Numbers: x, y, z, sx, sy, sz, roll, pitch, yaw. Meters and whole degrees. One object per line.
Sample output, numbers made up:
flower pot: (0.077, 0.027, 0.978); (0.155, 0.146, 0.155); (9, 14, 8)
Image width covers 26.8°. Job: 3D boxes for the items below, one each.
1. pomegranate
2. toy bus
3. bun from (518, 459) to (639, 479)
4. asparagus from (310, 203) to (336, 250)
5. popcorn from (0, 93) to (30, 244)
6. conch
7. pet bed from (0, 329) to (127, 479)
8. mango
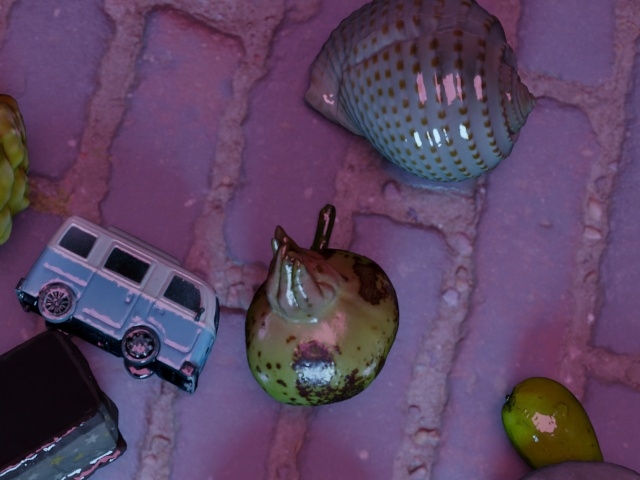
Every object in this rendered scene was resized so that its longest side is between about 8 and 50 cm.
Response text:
pomegranate: (0.006, 0.101, 1.809); (0.204, 0.276, 0.222); (21, 58, 0)
toy bus: (-0.263, 0.085, 1.852); (0.271, 0.133, 0.165); (27, 72, 2)
bun: (0.361, 0.468, 1.790); (0.354, 0.194, 0.354); (0, 92, -6)
asparagus: (0.001, 0.000, 1.957); (0.025, 0.021, 0.108); (14, 77, 1)
popcorn: (-0.534, -0.088, 1.801); (0.279, 0.274, 0.335); (19, 84, -31)
conch: (0.150, -0.244, 1.936); (0.319, 0.215, 0.303); (13, 66, -5)
pet bed: (-0.380, 0.254, 1.800); (0.211, 0.159, 0.183); (-32, 58, -14)
mango: (0.333, 0.273, 1.900); (0.119, 0.100, 0.178); (-44, 96, -17)
